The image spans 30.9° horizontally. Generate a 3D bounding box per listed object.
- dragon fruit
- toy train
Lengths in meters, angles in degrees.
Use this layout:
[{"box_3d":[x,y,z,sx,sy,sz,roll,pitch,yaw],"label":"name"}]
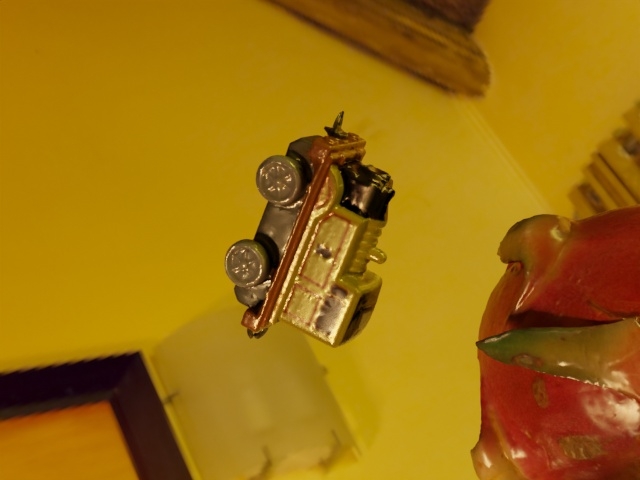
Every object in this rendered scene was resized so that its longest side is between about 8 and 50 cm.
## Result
[{"box_3d":[0.240,0.102,1.026,0.189,0.290,0.291,-6,-19,31],"label":"dragon fruit"},{"box_3d":[0.000,0.000,0.991,0.089,0.127,0.219,-19,-47,-66],"label":"toy train"}]
